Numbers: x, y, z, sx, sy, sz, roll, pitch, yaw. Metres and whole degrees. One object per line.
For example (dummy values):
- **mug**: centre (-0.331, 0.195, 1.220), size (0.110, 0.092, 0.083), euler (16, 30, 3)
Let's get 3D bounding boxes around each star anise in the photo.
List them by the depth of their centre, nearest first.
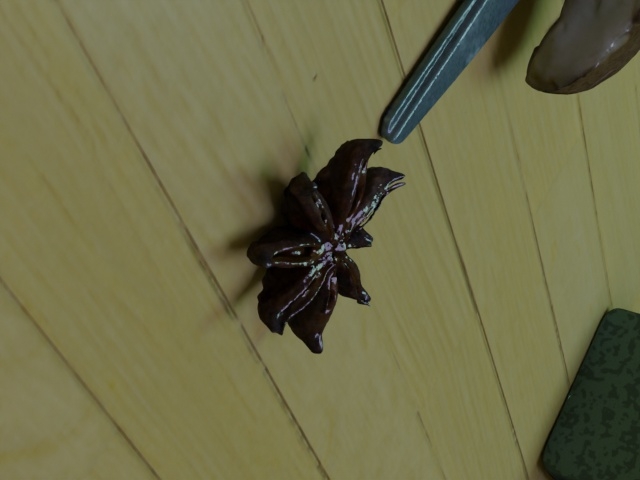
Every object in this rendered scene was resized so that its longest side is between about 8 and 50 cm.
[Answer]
- **star anise**: centre (-0.002, 0.000, 0.842), size (0.141, 0.042, 0.141), euler (-43, 146, -40)

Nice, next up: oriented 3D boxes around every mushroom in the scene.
- **mushroom**: centre (0.218, -0.195, 1.014), size (0.210, 0.072, 0.094), euler (-67, 163, 8)

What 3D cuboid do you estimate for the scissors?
- **scissors**: centre (0.164, -0.227, 1.002), size (0.447, 0.029, 0.193), euler (-53, 147, -25)

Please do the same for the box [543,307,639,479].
- **box**: centre (0.333, 0.186, 1.445), size (0.130, 0.162, 0.227), euler (40, 72, -50)
